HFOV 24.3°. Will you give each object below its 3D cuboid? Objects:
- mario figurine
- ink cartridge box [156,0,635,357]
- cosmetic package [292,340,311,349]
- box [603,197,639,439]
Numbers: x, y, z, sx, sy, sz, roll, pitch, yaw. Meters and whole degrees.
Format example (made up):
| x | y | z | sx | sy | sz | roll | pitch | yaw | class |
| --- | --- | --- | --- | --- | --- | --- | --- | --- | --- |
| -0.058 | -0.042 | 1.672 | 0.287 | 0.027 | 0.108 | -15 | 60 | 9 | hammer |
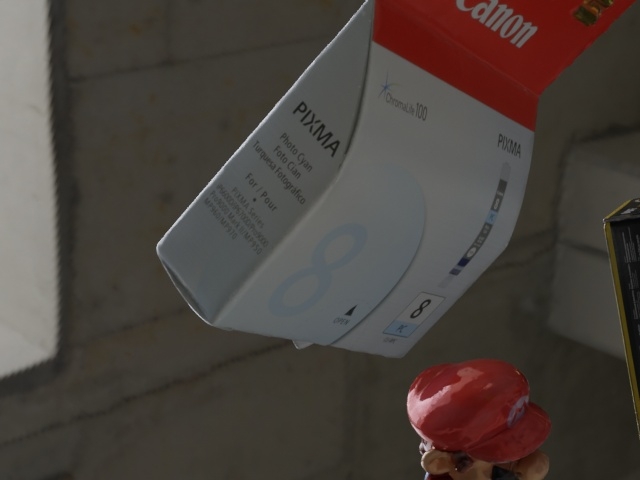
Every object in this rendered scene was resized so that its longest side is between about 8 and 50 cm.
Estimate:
| x | y | z | sx | sy | sz | roll | pitch | yaw | class |
| --- | --- | --- | --- | --- | --- | --- | --- | --- | --- |
| 0.163 | 0.254 | 1.473 | 0.170 | 0.198 | 0.321 | -2 | -46 | -10 | mario figurine |
| 0.096 | -0.077 | 1.150 | 0.385 | 0.091 | 0.308 | -47 | -28 | 15 | ink cartridge box |
| 0.000 | 0.000 | 1.670 | 0.151 | 0.151 | 0.184 | -30 | -89 | 5 | cosmetic package |
| 0.438 | 0.110 | 1.896 | 0.257 | 0.079 | 0.322 | -21 | -79 | -69 | box |
